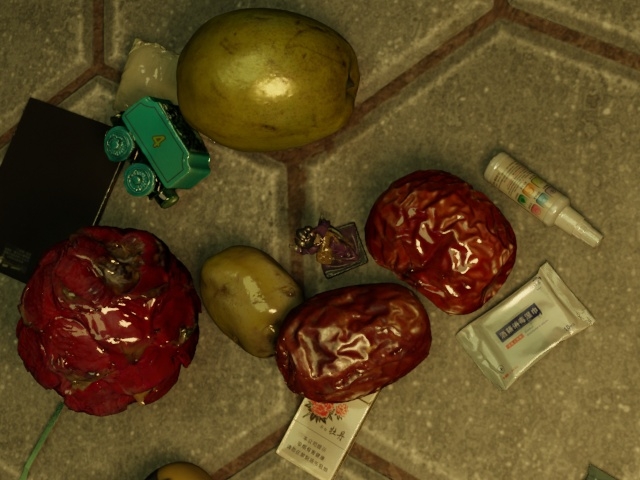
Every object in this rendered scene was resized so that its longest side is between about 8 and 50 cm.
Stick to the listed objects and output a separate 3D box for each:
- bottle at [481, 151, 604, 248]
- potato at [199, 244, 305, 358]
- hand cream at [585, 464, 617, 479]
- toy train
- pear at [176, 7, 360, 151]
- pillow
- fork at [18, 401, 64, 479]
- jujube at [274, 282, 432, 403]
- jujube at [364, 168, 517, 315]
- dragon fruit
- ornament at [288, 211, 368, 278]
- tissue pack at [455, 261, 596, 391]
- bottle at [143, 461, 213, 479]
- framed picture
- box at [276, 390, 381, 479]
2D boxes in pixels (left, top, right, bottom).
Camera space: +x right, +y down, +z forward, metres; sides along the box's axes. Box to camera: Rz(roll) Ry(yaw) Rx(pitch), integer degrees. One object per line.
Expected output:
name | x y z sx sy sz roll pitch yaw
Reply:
bottle | 0.360 -0.060 1.753 0.217 0.060 0.060 40 93 23
potato | -0.117 0.097 1.841 0.154 0.137 0.200 -43 70 7
hand cream | 0.377 0.463 1.653 0.075 0.052 0.247 34 85 -1
toy train | -0.294 -0.163 1.959 0.154 0.107 0.197 -34 80 17
pear | -0.092 -0.269 1.857 0.307 0.253 0.252 6 81 9
pillow | -0.270 -0.281 2.022 0.230 0.050 0.148 20 93 22
fork | -0.520 0.398 1.979 0.039 0.021 0.235 31 88 18
jujube | 0.049 0.162 1.739 0.243 0.183 0.183 -17 72 -13
jujube | 0.191 -0.005 1.719 0.232 0.213 0.213 34 91 22
dragon fruit | -0.350 0.129 1.823 0.329 0.329 0.329 -4 78 18
ornament | -0.006 0.004 1.795 0.081 0.203 0.088 -26 74 20
tissue pack | 0.324 0.140 1.741 0.193 0.026 0.122 -39 69 7
bottle | -0.313 0.509 1.808 0.351 0.171 0.171 -39 70 6
framed picture | -0.521 -0.084 2.084 0.255 0.014 0.338 20 85 22
box | 0.017 0.292 1.813 0.109 0.029 0.198 27 89 22
